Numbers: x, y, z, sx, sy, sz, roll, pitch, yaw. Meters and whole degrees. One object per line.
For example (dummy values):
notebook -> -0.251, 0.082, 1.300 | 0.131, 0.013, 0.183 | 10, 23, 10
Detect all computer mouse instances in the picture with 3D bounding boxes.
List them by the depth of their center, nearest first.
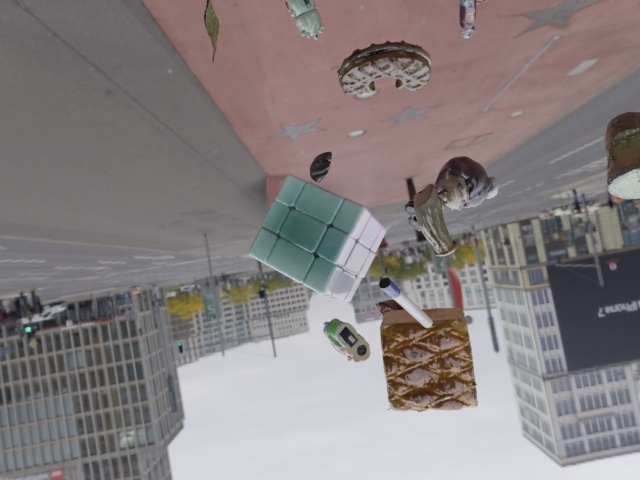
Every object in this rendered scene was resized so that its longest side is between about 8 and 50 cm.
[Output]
computer mouse -> -0.003, -0.231, 1.457 | 0.047, 0.079, 0.135 | 17, 160, -21

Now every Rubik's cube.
Rubik's cube -> 0.000, 0.000, 1.642 | 0.321, 0.316, 0.319 | 25, 179, 24

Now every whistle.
whistle -> -0.070, -0.864, 1.733 | 0.105, 0.253, 0.101 | -17, -164, 38

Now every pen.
pen -> 0.227, 0.166, 1.213 | 0.033, 0.033, 0.269 | -12, 143, 33

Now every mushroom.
mushroom -> 0.384, -0.064, 1.609 | 0.096, 0.247, 0.108 | -17, -172, 45

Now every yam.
yam -> 0.834, -0.216, 1.231 | 0.154, 0.154, 0.254 | -13, -142, 36

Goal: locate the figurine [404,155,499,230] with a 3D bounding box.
figurine -> 0.498, -0.182, 1.794 | 0.365, 0.218, 0.206 | -38, -164, -33

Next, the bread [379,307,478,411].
bread -> 0.332, 0.363, 1.456 | 0.278, 0.279, 0.207 | -4, -177, 14

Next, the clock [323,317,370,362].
clock -> 0.093, 0.395, 1.878 | 0.100, 0.194, 0.195 | -43, -170, -19

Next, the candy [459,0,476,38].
candy -> 0.361, -0.561, 1.145 | 0.045, 0.043, 0.175 | -26, 160, 7

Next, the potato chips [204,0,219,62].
potato chips -> -0.325, -0.647, 1.405 | 0.026, 0.209, 0.142 | -2, -153, 3

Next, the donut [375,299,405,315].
donut -> 0.318, 0.319, 1.785 | 0.085, 0.217, 0.141 | -25, -176, -26

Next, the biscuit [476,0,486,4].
biscuit -> 0.531, -0.918, 1.583 | 0.042, 0.226, 0.226 | -36, -167, -37

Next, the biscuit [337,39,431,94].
biscuit -> 0.244, -0.656, 1.793 | 0.366, 0.115, 0.268 | -4, 171, 7
